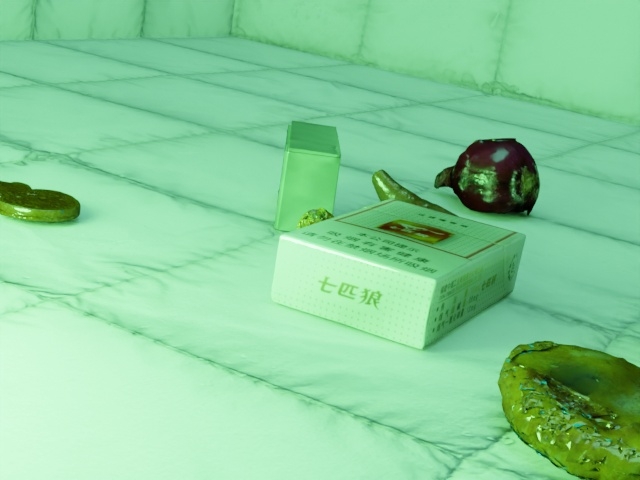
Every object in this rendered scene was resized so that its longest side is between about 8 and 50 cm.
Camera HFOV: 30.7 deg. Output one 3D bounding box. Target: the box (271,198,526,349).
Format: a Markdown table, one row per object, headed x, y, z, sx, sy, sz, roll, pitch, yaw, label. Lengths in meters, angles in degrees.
| x | y | z | sx | sy | sz | roll | pitch | yaw | label |
| --- | --- | --- | --- | --- | --- | --- | --- | --- | --- |
| 0.109 | 0.032 | 1.501 | 0.210 | 0.095 | 0.330 | 17 | 16 | 25 | box |

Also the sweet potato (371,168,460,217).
| x | y | z | sx | sy | sz | roll | pitch | yaw | label |
| --- | --- | --- | --- | --- | --- | --- | --- | --- | --- |
| 0.179 | -0.021 | 1.716 | 0.255 | 0.058 | 0.078 | 27 | 22 | -19 | sweet potato |

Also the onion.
| x | y | z | sx | sy | sz | roll | pitch | yaw | label |
| --- | --- | --- | --- | --- | --- | --- | --- | --- | --- |
| 0.292 | -0.125 | 2.081 | 0.198 | 0.135 | 0.173 | 17 | 14 | 32 | onion |

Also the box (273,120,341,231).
| x | y | z | sx | sy | sz | roll | pitch | yaw | label |
| --- | --- | --- | --- | --- | --- | --- | --- | --- | --- |
| -0.021 | -0.102 | 1.829 | 0.086 | 0.130 | 0.225 | 8 | 15 | -3 | box |

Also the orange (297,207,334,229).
| x | y | z | sx | sy | sz | roll | pitch | yaw | label |
| --- | --- | --- | --- | --- | --- | --- | --- | --- | --- |
| 0.000 | 0.000 | 1.607 | 0.086 | 0.062 | 0.086 | 42 | 24 | -24 | orange |

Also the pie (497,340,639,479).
| x | y | z | sx | sy | sz | roll | pitch | yaw | label |
| --- | --- | --- | --- | --- | --- | --- | --- | --- | --- |
| 0.296 | 0.172 | 1.148 | 0.273 | 0.069 | 0.273 | 8 | 14 | -2 | pie |

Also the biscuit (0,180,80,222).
| x | y | z | sx | sy | sz | roll | pitch | yaw | label |
| --- | --- | --- | --- | --- | --- | --- | --- | --- | --- |
| -0.417 | -0.054 | 1.631 | 0.175 | 0.026 | 0.124 | 16 | 16 | 22 | biscuit |
